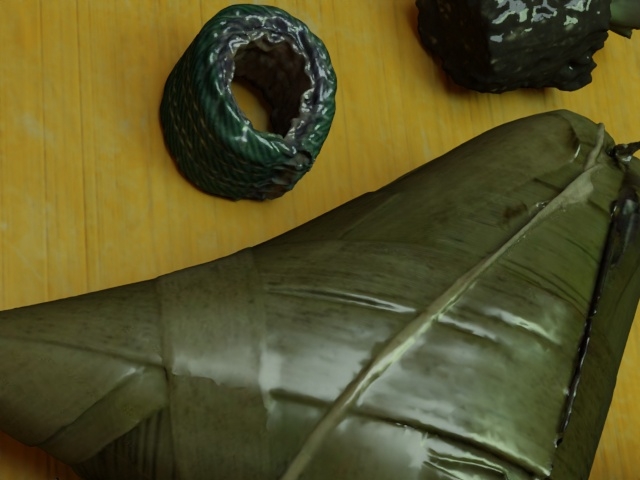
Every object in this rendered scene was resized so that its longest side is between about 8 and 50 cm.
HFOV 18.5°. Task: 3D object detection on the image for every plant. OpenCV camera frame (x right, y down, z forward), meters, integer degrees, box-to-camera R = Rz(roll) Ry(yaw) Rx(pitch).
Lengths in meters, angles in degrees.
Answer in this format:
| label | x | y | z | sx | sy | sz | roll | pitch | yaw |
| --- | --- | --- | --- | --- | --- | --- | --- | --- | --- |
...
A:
| label | x | y | z | sx | sy | sz | roll | pitch | yaw |
| --- | --- | --- | --- | --- | --- | --- | --- | --- | --- |
| plant | 0.189 | -0.201 | 1.633 | 0.203 | 0.142 | 0.131 | -10 | 54 | -27 |

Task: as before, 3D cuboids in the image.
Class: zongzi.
| label | x | y | z | sx | sy | sz | roll | pitch | yaw |
| --- | --- | --- | --- | --- | --- | --- | --- | --- | --- |
| zongzi | 0.008 | -0.010 | 1.385 | 0.467 | 0.218 | 0.500 | 31 | 54 | -10 |

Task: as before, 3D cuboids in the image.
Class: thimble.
| label | x | y | z | sx | sy | sz | roll | pitch | yaw |
| --- | --- | --- | --- | --- | --- | --- | --- | --- | --- |
| thimble | -0.054 | -0.105 | 1.485 | 0.118 | 0.090 | 0.135 | 12 | 62 | -19 |

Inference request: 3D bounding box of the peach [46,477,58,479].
| label | x | y | z | sx | sy | sz | roll | pitch | yaw |
| --- | --- | --- | --- | --- | --- | --- | --- | --- | --- |
| peach | -0.161 | 0.198 | 1.280 | 0.050 | 0.077 | 0.083 | -40 | 97 | -13 |
